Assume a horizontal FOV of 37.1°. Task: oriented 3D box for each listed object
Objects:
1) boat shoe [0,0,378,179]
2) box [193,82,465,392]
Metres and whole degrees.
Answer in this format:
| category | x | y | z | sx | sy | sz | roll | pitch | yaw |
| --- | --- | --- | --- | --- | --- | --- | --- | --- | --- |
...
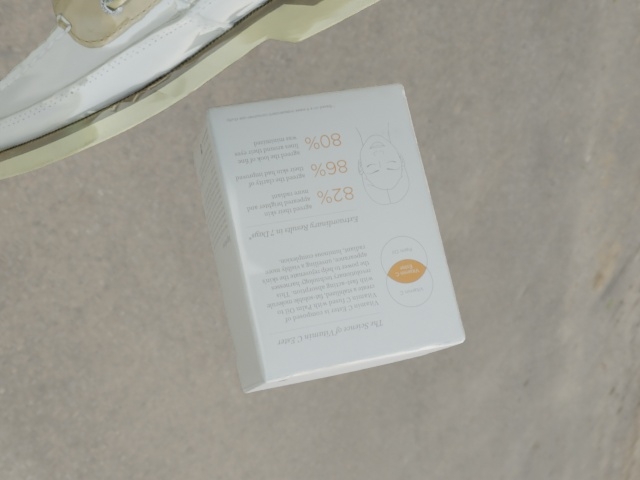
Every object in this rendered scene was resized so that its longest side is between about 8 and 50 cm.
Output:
| category | x | y | z | sx | sy | sz | roll | pitch | yaw |
| --- | --- | --- | --- | --- | --- | --- | --- | --- | --- |
| boat shoe | -0.075 | -0.129 | 0.478 | 0.103 | 0.302 | 0.113 | 59 | 21 | -18 |
| box | 0.000 | 0.000 | 0.613 | 0.130 | 0.170 | 0.091 | -9 | 170 | -15 |
